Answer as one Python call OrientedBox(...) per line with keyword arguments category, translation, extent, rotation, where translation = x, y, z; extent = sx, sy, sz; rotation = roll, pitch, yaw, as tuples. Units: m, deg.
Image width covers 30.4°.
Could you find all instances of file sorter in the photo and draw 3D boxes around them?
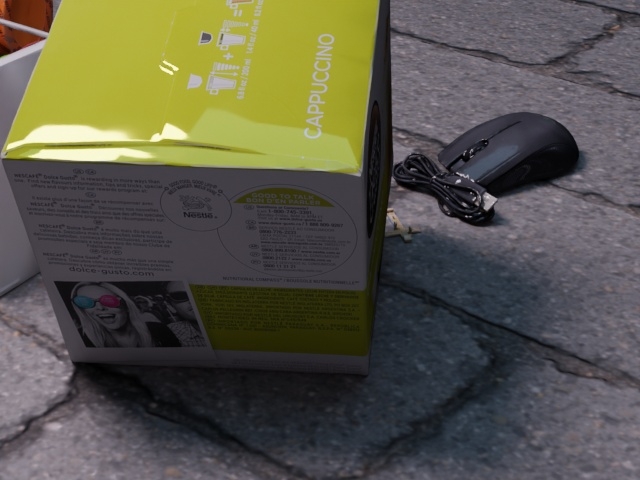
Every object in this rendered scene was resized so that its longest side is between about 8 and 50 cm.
OrientedBox(category="file sorter", translation=(-0.405, -0.111, 1.440), extent=(0.173, 0.277, 0.193), rotation=(19, 37, 31))

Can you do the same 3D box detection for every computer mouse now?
OrientedBox(category="computer mouse", translation=(0.252, -0.122, 1.637), extent=(0.272, 0.072, 0.188), rotation=(-22, 36, -30))

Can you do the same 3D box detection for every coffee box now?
OrientedBox(category="coffee box", translation=(-0.100, -0.089, 1.265), extent=(0.338, 0.334, 0.337), rotation=(3, 50, 6))

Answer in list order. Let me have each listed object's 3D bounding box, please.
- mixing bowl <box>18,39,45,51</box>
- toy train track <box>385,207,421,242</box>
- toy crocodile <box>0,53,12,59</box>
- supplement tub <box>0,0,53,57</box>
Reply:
OrientedBox(category="mixing bowl", translation=(-0.377, -0.192, 1.715), extent=(0.182, 0.098, 0.181), rotation=(15, 52, -20))
OrientedBox(category="toy train track", translation=(0.101, -0.024, 1.535), extent=(0.048, 0.014, 0.083), rotation=(-9, 32, -13))
OrientedBox(category="toy crocodile", translation=(-0.521, -0.218, 1.777), extent=(0.341, 0.115, 0.105), rotation=(-10, 26, -18))
OrientedBox(category="supplement tub", translation=(-0.640, -0.397, 1.983), extent=(0.338, 0.207, 0.207), rotation=(9, 33, 15))
